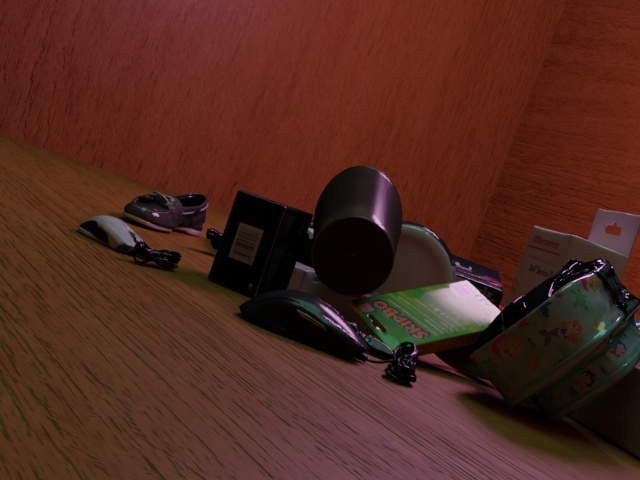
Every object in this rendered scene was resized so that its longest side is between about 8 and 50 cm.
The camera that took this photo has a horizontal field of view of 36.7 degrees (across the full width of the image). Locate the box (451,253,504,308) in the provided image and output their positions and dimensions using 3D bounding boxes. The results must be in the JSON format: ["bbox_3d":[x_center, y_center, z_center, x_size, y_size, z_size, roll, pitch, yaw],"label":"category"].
[{"bbox_3d":[0.310,0.125,2.176,0.165,0.143,0.270,21,10,4],"label":"box"}]

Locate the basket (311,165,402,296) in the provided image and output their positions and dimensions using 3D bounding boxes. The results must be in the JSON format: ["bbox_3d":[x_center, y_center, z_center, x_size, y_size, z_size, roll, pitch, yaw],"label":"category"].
[{"bbox_3d":[0.057,-0.004,1.569,0.154,0.205,0.227,9,14,2],"label":"basket"}]

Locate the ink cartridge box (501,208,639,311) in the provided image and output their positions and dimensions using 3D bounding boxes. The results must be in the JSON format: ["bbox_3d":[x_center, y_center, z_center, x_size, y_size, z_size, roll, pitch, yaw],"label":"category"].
[{"bbox_3d":[0.428,0.095,1.734,0.119,0.354,0.207,20,2,-8],"label":"ink cartridge box"}]

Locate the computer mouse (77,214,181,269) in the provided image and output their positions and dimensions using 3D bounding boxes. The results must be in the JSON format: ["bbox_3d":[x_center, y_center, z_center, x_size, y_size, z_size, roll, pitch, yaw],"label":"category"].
[{"bbox_3d":[-0.308,-0.005,1.515,0.193,0.042,0.106,22,4,33],"label":"computer mouse"}]

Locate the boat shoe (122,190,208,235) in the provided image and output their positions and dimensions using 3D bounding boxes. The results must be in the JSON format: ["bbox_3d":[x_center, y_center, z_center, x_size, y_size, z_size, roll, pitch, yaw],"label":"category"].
[{"bbox_3d":[-0.337,-0.074,2.130,0.112,0.096,0.335,21,2,14],"label":"boat shoe"}]

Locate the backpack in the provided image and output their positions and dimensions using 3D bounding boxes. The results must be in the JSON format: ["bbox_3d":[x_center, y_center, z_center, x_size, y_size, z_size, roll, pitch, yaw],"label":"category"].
[{"bbox_3d":[0.345,0.146,1.398,0.191,0.225,0.253,57,28,15],"label":"backpack"}]

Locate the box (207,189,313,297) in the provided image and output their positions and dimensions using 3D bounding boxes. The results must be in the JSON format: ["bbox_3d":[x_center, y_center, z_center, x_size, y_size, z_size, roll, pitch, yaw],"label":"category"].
[{"bbox_3d":[-0.098,0.009,1.607,0.093,0.156,0.158,20,2,16],"label":"box"}]

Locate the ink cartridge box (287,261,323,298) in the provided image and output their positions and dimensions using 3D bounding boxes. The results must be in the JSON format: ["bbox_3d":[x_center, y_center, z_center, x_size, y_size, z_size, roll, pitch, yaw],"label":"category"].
[{"bbox_3d":[-0.065,0.065,1.806,0.135,0.056,0.099,22,3,31],"label":"ink cartridge box"}]

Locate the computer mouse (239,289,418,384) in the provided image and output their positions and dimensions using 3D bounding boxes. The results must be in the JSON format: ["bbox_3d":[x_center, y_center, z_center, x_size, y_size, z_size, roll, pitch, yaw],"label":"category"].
[{"bbox_3d":[0.026,0.119,1.343,0.261,0.060,0.184,21,3,12],"label":"computer mouse"}]

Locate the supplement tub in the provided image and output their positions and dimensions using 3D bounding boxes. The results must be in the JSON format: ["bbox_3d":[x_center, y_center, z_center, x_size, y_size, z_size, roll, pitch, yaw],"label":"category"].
[{"bbox_3d":[0.152,0.063,1.874,0.207,0.207,0.338,21,2,4],"label":"supplement tub"}]

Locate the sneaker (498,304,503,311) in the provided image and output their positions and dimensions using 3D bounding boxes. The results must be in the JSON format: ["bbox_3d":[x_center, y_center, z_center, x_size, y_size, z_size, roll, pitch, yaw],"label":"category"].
[{"bbox_3d":[0.353,0.160,2.419,0.107,0.118,0.279,19,3,-43],"label":"sneaker"}]

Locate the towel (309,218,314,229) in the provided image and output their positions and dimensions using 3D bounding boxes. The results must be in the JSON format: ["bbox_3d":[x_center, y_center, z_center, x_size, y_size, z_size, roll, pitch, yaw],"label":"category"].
[{"bbox_3d":[0.000,0.000,2.374,0.243,0.040,0.336,8,-17,25],"label":"towel"}]

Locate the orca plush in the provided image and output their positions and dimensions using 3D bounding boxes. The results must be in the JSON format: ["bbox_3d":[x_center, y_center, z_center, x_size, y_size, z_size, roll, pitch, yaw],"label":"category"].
[{"bbox_3d":[-0.091,0.029,1.915,0.287,0.151,0.102,16,38,-3],"label":"orca plush"}]

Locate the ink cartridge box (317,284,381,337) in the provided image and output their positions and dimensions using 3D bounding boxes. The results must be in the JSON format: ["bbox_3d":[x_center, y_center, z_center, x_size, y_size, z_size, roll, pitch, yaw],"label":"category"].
[{"bbox_3d":[0.048,0.112,1.631,0.109,0.063,0.150,20,3,2],"label":"ink cartridge box"}]

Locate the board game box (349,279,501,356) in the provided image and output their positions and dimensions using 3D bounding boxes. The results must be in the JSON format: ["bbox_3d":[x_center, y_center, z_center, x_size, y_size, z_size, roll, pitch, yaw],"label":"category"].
[{"bbox_3d":[0.174,0.124,1.531,0.259,0.039,0.124,-5,37,-37],"label":"board game box"}]

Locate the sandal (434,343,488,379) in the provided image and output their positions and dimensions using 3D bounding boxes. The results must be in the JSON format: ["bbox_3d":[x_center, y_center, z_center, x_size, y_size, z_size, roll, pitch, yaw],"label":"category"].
[{"bbox_3d":[0.274,0.205,1.589,0.239,0.088,0.079,21,-30,11],"label":"sandal"}]

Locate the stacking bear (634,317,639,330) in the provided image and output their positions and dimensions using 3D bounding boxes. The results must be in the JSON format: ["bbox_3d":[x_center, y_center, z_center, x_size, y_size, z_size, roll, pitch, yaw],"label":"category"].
[{"bbox_3d":[0.594,0.239,1.708,0.175,0.164,0.289,18,8,-33],"label":"stacking bear"}]

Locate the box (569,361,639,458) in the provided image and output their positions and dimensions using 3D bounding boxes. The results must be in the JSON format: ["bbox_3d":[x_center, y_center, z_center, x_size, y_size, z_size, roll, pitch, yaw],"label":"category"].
[{"bbox_3d":[0.492,0.254,1.498,0.147,0.121,0.311,20,3,-17],"label":"box"}]
